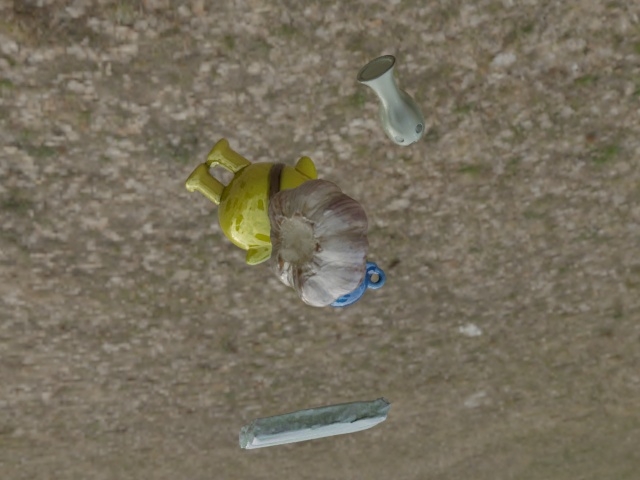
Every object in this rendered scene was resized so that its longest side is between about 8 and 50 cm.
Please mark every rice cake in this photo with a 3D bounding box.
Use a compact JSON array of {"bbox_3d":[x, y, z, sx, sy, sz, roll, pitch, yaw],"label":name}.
[{"bbox_3d":[-0.008,0.278,1.385,0.226,0.040,0.085,-6,160,-17],"label":"rice cake"}]

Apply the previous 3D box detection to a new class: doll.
[{"bbox_3d":[-0.046,-0.035,1.453,0.199,0.363,0.145,-54,166,-6],"label":"doll"}]

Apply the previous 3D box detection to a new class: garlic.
[{"bbox_3d":[0.000,0.000,1.155,0.102,0.159,0.147,-4,151,-50],"label":"garlic"}]

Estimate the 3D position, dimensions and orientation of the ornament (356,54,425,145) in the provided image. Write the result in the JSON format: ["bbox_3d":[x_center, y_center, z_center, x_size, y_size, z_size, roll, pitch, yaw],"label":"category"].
[{"bbox_3d":[0.125,-0.232,1.543,0.074,0.081,0.156,-28,125,10],"label":"ornament"}]
